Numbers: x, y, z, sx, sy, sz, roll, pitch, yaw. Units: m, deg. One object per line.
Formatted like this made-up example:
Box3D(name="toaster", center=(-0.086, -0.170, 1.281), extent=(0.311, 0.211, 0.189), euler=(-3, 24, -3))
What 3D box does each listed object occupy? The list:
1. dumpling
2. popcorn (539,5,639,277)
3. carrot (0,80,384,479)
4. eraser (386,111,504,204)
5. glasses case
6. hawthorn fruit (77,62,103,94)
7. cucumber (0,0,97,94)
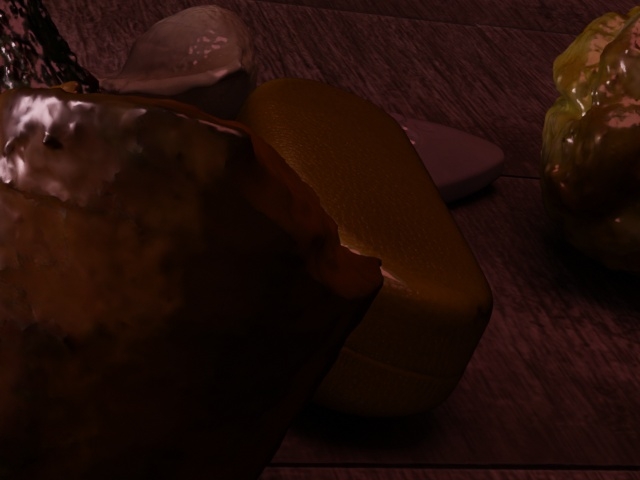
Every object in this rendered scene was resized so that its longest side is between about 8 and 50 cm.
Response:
Box3D(name="dumpling", center=(-0.144, -0.161, 1.414), extent=(0.166, 0.126, 0.216), euler=(-10, 33, -9))
Box3D(name="popcorn", center=(0.337, -0.085, 1.308), extent=(0.282, 0.282, 0.247), euler=(16, -5, 8))
Box3D(name="carrot", center=(-0.114, 0.039, 0.825), extent=(0.241, 0.341, 0.241), euler=(26, 22, -11))
Box3D(name="eraser", center=(0.068, -0.089, 1.417), extent=(0.243, 0.059, 0.204), euler=(-3, 29, -19))
Box3D(name="glasses case", center=(0.000, 0.000, 1.121), extent=(0.173, 0.141, 0.371), euler=(18, 23, -20))
Box3D(name="hawthorn fruit", center=(-0.250, -0.070, 1.176), extent=(0.172, 0.148, 0.148), euler=(-6, 20, 21))
Box3D(name="cucumber", center=(-0.172, -0.039, 1.042), extent=(0.096, 0.096, 0.359), euler=(-18, 73, -46))
